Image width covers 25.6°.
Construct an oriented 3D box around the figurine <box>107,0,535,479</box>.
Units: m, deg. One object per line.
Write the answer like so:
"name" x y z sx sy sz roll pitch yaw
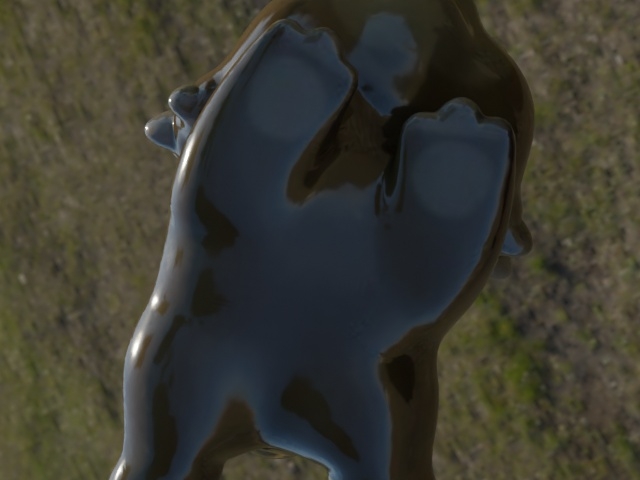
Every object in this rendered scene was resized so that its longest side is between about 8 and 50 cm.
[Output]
"figurine" 0.005 -0.003 0.632 0.173 0.177 0.247 -80 -7 -77
